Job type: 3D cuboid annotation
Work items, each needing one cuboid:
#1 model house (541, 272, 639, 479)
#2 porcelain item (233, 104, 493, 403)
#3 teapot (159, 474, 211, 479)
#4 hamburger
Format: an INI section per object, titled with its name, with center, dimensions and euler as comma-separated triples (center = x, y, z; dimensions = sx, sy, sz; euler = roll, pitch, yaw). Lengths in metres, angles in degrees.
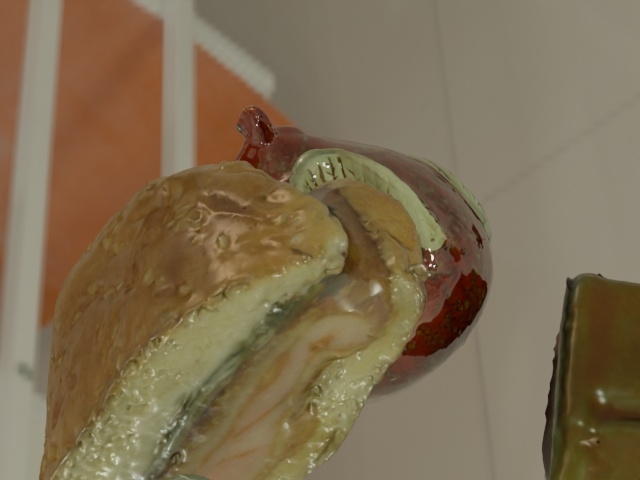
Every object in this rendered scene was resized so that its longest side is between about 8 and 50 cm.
[model house]
center = 0.287, 0.131, 1.461
dimensions = 0.239, 0.268, 0.173
euler = 2, 147, 10
[porcelain item]
center = 0.000, 0.000, 1.510
dimensions = 0.253, 0.253, 0.253
euler = -2, 137, -2
[teapot]
center = -0.089, 0.177, 1.150
dimensions = 0.064, 0.083, 0.064
euler = 20, 164, -27
[hamburger]
center = -0.082, 0.061, 1.278
dimensions = 0.162, 0.209, 0.330
euler = 18, 123, -26
